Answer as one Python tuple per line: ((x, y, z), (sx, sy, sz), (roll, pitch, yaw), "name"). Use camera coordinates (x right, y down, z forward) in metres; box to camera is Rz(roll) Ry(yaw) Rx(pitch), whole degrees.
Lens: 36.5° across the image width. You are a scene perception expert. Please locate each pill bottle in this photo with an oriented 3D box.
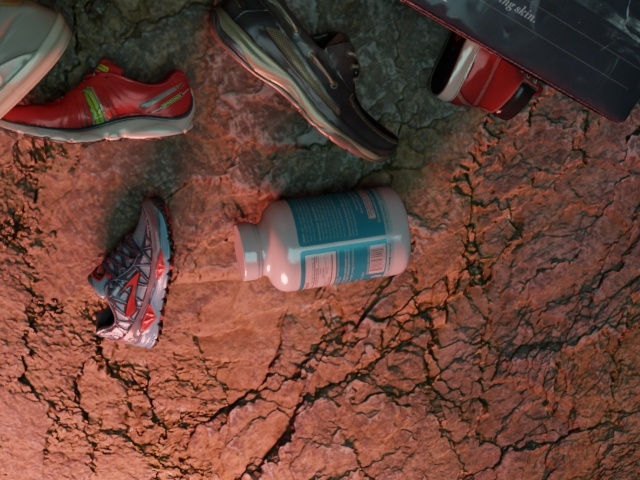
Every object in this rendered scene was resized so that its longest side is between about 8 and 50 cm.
((0.000, 0.000, 1.538), (0.264, 0.146, 0.146), (-8, 117, -13), "pill bottle")

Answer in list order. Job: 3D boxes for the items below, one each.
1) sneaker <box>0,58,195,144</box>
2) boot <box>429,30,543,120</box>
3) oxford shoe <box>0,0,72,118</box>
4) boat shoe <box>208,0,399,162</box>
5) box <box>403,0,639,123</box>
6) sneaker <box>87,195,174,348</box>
((-0.321, -0.200, 1.388), (0.279, 0.107, 0.118), (-6, 99, -17), "sneaker")
((0.297, -0.310, 1.510), (0.176, 0.088, 0.244), (13, 118, -24), "boot")
((-0.526, -0.164, 1.292), (0.449, 0.169, 0.130), (-46, 122, 1), "oxford shoe")
((0.001, -0.247, 1.425), (0.355, 0.132, 0.130), (36, 102, -29), "boat shoe")
((0.269, -0.479, 1.207), (0.480, 0.297, 0.472), (24, 105, -20), "box")
((-0.295, 0.054, 1.503), (0.125, 0.104, 0.262), (5, 114, -17), "sneaker")
